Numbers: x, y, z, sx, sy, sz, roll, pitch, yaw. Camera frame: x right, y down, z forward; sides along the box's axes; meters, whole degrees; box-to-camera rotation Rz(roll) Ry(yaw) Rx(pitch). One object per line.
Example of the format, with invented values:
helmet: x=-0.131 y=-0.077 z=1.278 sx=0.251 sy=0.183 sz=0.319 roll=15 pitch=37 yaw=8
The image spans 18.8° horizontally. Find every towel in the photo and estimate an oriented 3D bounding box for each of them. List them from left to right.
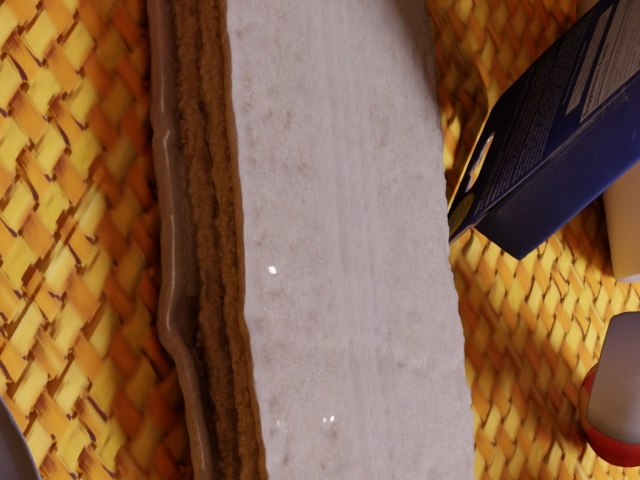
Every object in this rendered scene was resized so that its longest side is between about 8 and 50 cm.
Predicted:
towel: x=0.000 y=0.000 z=0.831 sx=0.187 sy=0.049 sz=0.282 roll=14 pitch=68 yaw=-57

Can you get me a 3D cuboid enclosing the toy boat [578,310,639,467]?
toy boat: x=0.213 y=0.190 z=0.970 sx=0.148 sy=0.267 sz=0.318 roll=76 pitch=-12 yaw=-70

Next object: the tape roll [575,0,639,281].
tape roll: x=0.278 y=-0.074 z=1.108 sx=0.246 sy=0.246 sz=0.169 roll=2 pitch=79 yaw=-58

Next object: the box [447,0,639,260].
box: x=0.142 y=-0.079 z=0.923 sx=0.036 sy=0.225 sz=0.136 roll=36 pitch=45 yaw=-11

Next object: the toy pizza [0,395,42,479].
toy pizza: x=-0.161 y=0.068 z=0.501 sx=0.201 sy=0.032 sz=0.201 roll=26 pitch=37 yaw=-21
